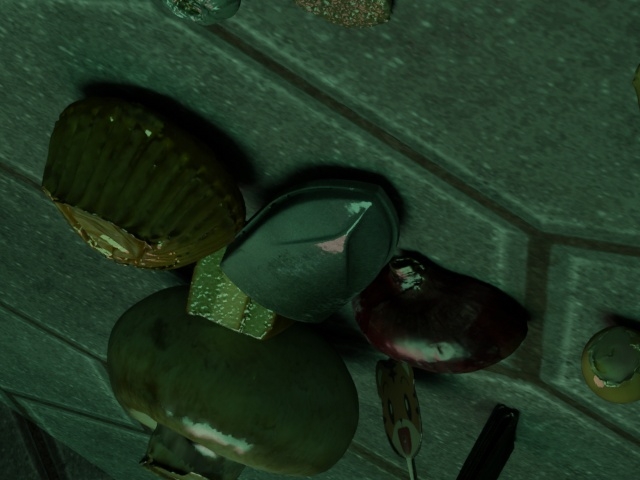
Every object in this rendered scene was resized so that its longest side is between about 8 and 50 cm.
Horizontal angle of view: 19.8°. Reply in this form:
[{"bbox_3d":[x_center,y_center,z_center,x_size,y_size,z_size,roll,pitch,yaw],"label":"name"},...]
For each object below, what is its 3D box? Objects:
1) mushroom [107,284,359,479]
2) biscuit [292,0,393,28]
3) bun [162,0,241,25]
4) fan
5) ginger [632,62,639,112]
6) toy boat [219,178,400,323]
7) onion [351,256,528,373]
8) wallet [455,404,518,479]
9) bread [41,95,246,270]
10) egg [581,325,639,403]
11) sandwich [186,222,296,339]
[{"bbox_3d":[-0.125,0.200,2.373,0.352,0.260,0.352,23,169,5],"label":"mushroom"},{"bbox_3d":[0.004,-0.205,1.468,0.120,0.015,0.120,23,163,7],"label":"biscuit"},{"bbox_3d":[-0.104,-0.212,1.546,0.083,0.045,0.083,19,160,7],"label":"bun"},{"bbox_3d":[0.111,0.258,2.366,0.008,0.226,0.152,-9,173,-18],"label":"fan"},{"bbox_3d":[0.409,-0.012,1.299,0.363,0.122,0.348,7,147,23],"label":"ginger"},{"bbox_3d":[0.000,0.000,1.947,0.141,0.092,0.319,30,155,-10],"label":"toy boat"},{"bbox_3d":[0.115,0.090,2.018,0.206,0.098,0.151,12,159,37],"label":"onion"},{"bbox_3d":[0.168,0.371,2.383,0.044,0.317,0.169,27,163,16],"label":"wallet"},{"bbox_3d":[-0.191,-0.052,1.966,0.240,0.139,0.240,25,165,7],"label":"bread"},{"bbox_3d":[0.311,0.130,1.897,0.080,0.080,0.096,20,169,18],"label":"egg"},{"bbox_3d":[-0.071,0.027,2.235,0.117,0.144,0.187,22,-162,13],"label":"sandwich"}]
